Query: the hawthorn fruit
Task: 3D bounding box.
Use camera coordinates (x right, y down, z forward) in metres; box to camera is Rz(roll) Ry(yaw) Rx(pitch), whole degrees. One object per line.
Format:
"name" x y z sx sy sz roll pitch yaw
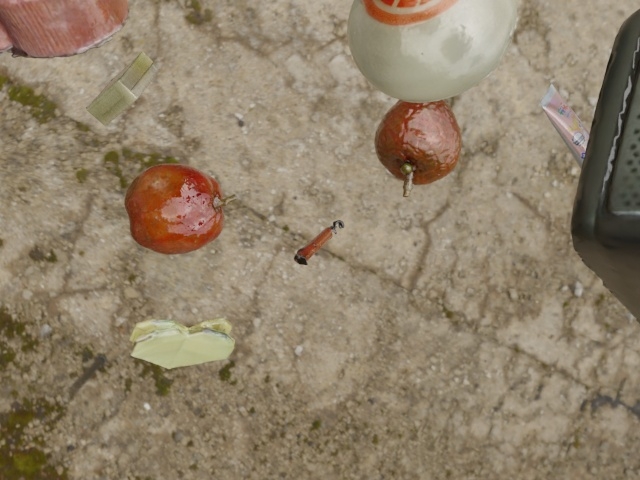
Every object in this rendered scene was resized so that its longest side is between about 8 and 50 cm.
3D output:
"hawthorn fruit" -0.295 -0.073 1.262 0.205 0.254 0.204 32 52 -54

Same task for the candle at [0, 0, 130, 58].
"candle" -0.434 -0.401 0.873 0.131 0.317 0.287 78 25 -51

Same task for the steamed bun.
"steamed bun" 0.174 -0.378 0.960 0.282 0.283 0.177 -59 148 -11

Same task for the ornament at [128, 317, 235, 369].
"ornament" -0.288 0.218 1.177 0.201 0.180 0.059 6 51 -28

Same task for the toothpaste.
"toothpaste" 0.399 -0.148 0.888 0.194 0.043 0.067 50 50 -11

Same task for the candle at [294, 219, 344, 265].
"candle" -0.001 -0.001 0.899 0.167 0.026 0.021 -43 123 -60

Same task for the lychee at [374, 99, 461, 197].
"lychee" 0.261 -0.265 1.588 0.255 0.255 0.299 42 71 -29

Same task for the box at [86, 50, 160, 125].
"box" -0.261 -0.204 0.775 0.035 0.079 0.083 44 39 -27

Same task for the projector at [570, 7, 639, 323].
"projector" 0.455 -0.017 0.427 0.395 0.405 0.241 29 74 -43
